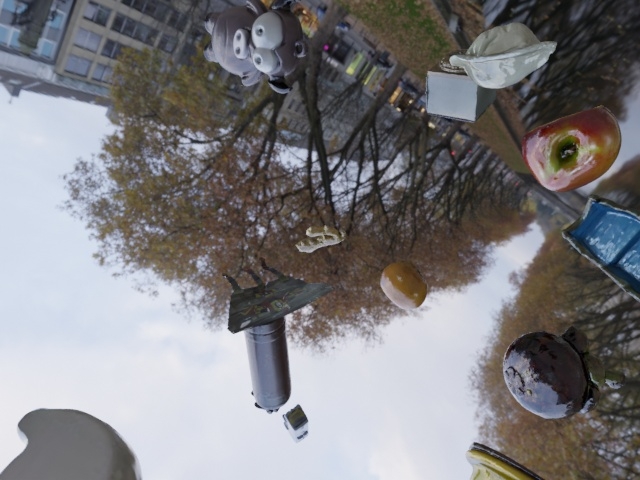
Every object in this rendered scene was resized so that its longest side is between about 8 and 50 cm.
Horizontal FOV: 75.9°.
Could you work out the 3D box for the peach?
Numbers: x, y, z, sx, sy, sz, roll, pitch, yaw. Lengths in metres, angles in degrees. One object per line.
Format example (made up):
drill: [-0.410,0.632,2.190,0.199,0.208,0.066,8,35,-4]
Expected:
peach: [0.735,-0.273,1.214,0.248,0.246,0.274,13,-149,34]

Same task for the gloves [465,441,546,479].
gloves: [0.115,0.341,0.347,0.116,0.294,0.133,24,157,34]

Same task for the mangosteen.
mangosteen: [0.451,0.251,0.796,0.173,0.183,0.172,56,167,19]

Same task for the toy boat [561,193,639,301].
toy boat: [0.331,0.023,0.411,0.077,0.075,0.186,10,-148,-29]

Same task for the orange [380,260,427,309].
orange: [0.258,0.134,1.251,0.156,0.124,0.156,41,-172,-7]

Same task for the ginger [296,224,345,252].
ginger: [0.000,0.000,1.335,0.193,0.176,0.053,50,-141,-70]

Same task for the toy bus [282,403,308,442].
toy bus: [-0.071,0.555,1.243,0.064,0.191,0.075,-29,-122,-21]

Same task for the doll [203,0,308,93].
doll: [-0.135,-0.409,0.844,0.257,0.182,0.117,26,-149,32]

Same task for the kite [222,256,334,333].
kite: [-0.083,0.066,0.590,0.141,0.015,0.245,-18,-163,-19]

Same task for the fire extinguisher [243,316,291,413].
fire extinguisher: [-0.096,0.217,0.720,0.089,0.268,0.072,15,-144,23]

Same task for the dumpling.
dumpling: [0.340,-0.359,0.801,0.154,0.181,0.112,-16,-96,-20]

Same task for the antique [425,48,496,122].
antique: [0.377,-0.419,1.094,0.146,0.148,0.152,24,-127,32]

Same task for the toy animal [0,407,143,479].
toy animal: [-0.323,0.416,0.565,0.240,0.368,0.196,19,-145,9]
